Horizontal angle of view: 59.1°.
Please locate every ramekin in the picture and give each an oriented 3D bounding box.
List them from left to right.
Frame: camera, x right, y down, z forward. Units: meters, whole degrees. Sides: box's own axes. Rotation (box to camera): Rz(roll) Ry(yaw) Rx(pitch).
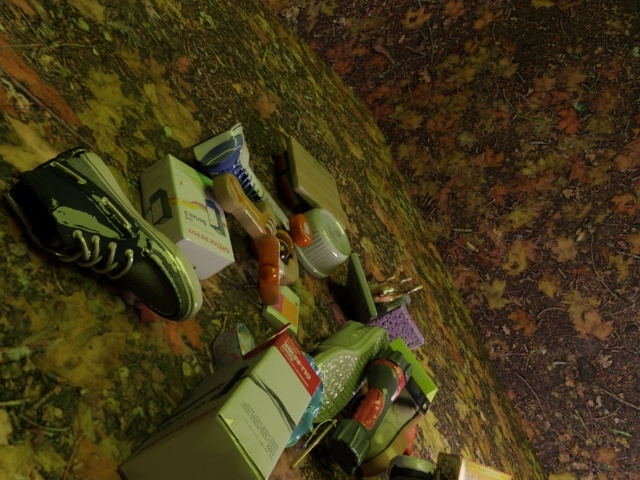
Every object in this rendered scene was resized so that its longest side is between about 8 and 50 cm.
[{"bbox_3d":[0.000,0.000,1.680,0.207,0.109,0.207,47,23,-27],"label":"ramekin"}]

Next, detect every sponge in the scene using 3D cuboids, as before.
[{"bbox_3d":[0.161,0.270,1.530,0.117,0.210,0.031,59,18,-2],"label":"sponge"}]

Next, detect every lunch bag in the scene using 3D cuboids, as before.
[{"bbox_3d":[-0.162,0.207,1.073,0.053,0.071,0.083,23,40,-54],"label":"lunch bag"}]

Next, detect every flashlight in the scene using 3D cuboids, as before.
[{"bbox_3d":[0.109,0.364,1.259,0.103,0.103,0.304,33,36,13],"label":"flashlight"}]

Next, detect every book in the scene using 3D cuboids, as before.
[{"bbox_3d":[-0.094,0.157,1.358,0.096,0.035,0.144,47,23,-22],"label":"book"}]

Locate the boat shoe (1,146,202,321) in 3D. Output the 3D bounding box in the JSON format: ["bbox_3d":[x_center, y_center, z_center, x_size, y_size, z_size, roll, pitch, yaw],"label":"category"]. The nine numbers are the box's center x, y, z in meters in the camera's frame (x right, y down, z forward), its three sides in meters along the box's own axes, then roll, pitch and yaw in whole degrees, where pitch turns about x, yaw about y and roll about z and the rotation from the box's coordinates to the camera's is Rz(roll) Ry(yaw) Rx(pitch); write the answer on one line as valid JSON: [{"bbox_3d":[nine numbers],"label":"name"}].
[{"bbox_3d":[-0.342,0.016,0.887,0.340,0.127,0.158,49,28,-3],"label":"boat shoe"}]

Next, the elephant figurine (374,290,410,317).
[{"bbox_3d":[0.239,0.290,1.790,0.186,0.169,0.239,-24,100,-41],"label":"elephant figurine"}]

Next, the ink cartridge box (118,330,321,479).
[{"bbox_3d":[-0.138,0.275,0.857,0.114,0.197,0.273,56,20,-4],"label":"ink cartridge box"}]

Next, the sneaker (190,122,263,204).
[{"bbox_3d":[-0.202,-0.162,1.337,0.182,0.127,0.315,63,-4,-6],"label":"sneaker"}]

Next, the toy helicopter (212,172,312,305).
[{"bbox_3d":[-0.139,-0.012,1.270,0.355,0.140,0.235,54,25,-48],"label":"toy helicopter"}]

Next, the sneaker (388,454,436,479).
[{"bbox_3d":[0.186,0.574,1.202,0.269,0.101,0.153,86,15,-45],"label":"sneaker"}]

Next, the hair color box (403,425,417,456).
[{"bbox_3d":[0.206,0.522,1.482,0.043,0.072,0.141,58,20,-1],"label":"hair color box"}]

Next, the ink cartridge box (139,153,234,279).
[{"bbox_3d":[-0.271,-0.045,1.145,0.154,0.093,0.212,33,34,-51],"label":"ink cartridge box"}]

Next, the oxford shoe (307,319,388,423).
[{"bbox_3d":[0.024,0.295,1.325,0.449,0.130,0.169,-18,121,-61],"label":"oxford shoe"}]

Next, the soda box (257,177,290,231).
[{"bbox_3d":[-0.145,-0.072,1.511,0.183,0.063,0.058,54,21,-11],"label":"soda box"}]

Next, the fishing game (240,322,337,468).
[{"bbox_3d":[-0.058,0.303,1.075,0.189,0.041,0.264,-33,112,-37],"label":"fishing game"}]

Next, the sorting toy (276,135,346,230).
[{"bbox_3d":[-0.041,-0.169,1.847,0.257,0.089,0.255,41,27,-40],"label":"sorting toy"}]

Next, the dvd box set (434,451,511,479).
[{"bbox_3d":[0.307,0.694,1.204,0.307,0.062,0.420,35,61,-45],"label":"dvd box set"}]

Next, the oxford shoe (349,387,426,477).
[{"bbox_3d":[0.166,0.429,1.431,0.146,0.140,0.397,55,19,4],"label":"oxford shoe"}]

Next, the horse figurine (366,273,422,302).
[{"bbox_3d":[0.185,0.152,1.741,0.263,0.174,0.066,-2,-75,64],"label":"horse figurine"}]

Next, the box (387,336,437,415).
[{"bbox_3d":[0.231,0.342,1.418,0.178,0.042,0.109,54,-18,28],"label":"box"}]

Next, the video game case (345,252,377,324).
[{"bbox_3d":[0.118,0.175,1.681,0.193,0.023,0.212,93,-17,-55],"label":"video game case"}]
